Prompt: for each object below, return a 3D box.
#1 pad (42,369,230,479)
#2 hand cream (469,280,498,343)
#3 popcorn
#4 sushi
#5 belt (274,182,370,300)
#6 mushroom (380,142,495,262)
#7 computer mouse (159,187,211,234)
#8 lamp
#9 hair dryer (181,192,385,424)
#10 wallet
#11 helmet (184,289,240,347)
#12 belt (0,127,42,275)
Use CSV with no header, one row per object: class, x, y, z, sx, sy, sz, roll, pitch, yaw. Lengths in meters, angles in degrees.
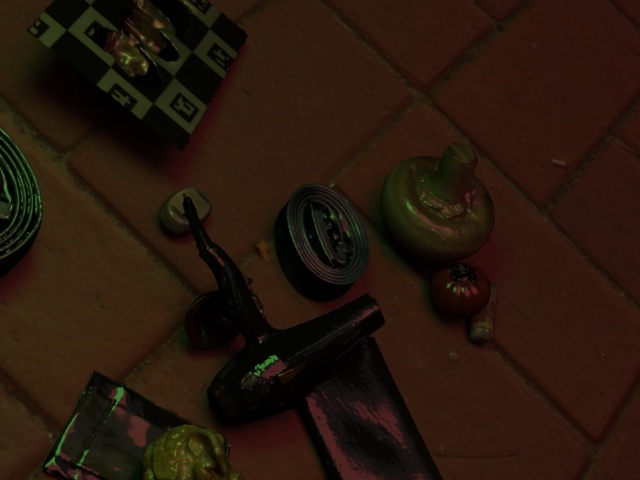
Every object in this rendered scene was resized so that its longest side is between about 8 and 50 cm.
pad,-0.249,0.300,1.621,0.233,0.022,0.174,30,52,-9
hand cream,0.280,0.118,2.023,0.061,0.039,0.143,20,45,-10
popcorn,-0.178,0.318,1.564,0.135,0.162,0.141,24,16,32
sushi,-0.310,-0.315,1.920,0.296,0.100,0.373,38,40,-16
belt,0.000,0.000,1.901,0.141,0.082,0.190,-8,68,-30
mushroom,0.212,-0.077,1.982,0.207,0.215,0.207,11,46,-12
computer mouse,-0.216,-0.044,1.835,0.066,0.039,0.096,46,43,2
lamp,0.238,0.084,1.979,0.107,0.092,0.107,-1,37,1
hair dryer,-0.085,0.070,1.709,0.304,0.120,0.359,-33,103,-19
wallet,0.072,0.306,1.780,0.170,0.044,0.321,-16,67,-25
helmet,-0.169,0.111,1.754,0.111,0.057,0.089,-17,114,-31
belt,-0.509,-0.070,1.635,0.206,0.116,0.267,-20,76,-32
